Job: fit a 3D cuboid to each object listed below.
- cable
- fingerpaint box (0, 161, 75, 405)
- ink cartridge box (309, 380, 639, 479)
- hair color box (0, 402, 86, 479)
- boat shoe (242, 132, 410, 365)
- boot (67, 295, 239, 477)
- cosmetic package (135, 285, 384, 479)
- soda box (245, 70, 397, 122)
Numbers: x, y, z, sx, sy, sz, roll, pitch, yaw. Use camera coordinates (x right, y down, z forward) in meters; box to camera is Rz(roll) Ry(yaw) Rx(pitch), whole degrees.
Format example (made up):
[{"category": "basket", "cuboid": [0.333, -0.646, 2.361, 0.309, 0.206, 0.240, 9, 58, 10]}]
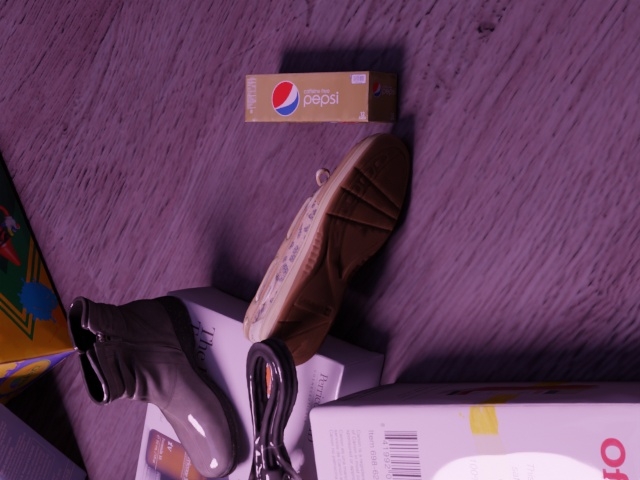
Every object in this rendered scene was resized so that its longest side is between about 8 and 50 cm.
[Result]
[{"category": "cable", "cuboid": [-0.042, 0.243, 1.242, 0.139, 0.072, 0.287, 3, 100, 57]}, {"category": "fingerpaint box", "cuboid": [-0.622, 0.112, 1.730, 0.444, 0.163, 0.371, -35, 73, 33]}, {"category": "ink cartridge box", "cuboid": [0.199, 0.289, 1.129, 0.384, 0.160, 0.279, -6, 90, 38]}, {"category": "hair color box", "cuboid": [-0.527, 0.285, 1.550, 0.185, 0.374, 0.114, -24, 35, 28]}, {"category": "boat shoe", "cuboid": [0.000, 0.000, 1.264, 0.089, 0.104, 0.285, 26, 83, 50]}, {"category": "boot", "cuboid": [-0.203, 0.177, 1.305, 0.083, 0.161, 0.247, -37, 70, 33]}, {"category": "cosmetic package", "cuboid": [-0.093, 0.278, 1.390, 0.284, 0.097, 0.377, 18, 103, 32]}, {"category": "soda box", "cuboid": [-0.002, -0.166, 1.310, 0.181, 0.061, 0.058, 5, 97, 36]}]
